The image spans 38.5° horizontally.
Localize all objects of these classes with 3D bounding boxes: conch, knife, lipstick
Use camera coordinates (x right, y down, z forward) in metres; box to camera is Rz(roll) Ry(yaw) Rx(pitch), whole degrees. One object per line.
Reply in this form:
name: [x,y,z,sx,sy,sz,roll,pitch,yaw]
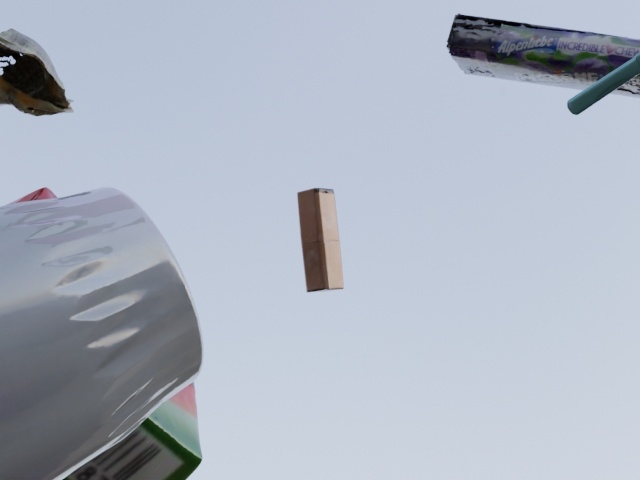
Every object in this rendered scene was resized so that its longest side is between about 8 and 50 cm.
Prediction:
conch: [-0.478,-0.256,1.422,0.207,0.130,0.155,33,-13,-11]
knife: [0.166,-0.090,0.466,0.091,0.005,0.014,-34,-77,33]
lipstick: [0.000,0.000,1.309,0.045,0.146,0.045,-12,-8,41]

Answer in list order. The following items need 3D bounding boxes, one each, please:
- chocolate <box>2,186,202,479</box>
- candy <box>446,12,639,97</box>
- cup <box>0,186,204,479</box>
chocolate: [-0.312,0.138,1.157,0.161,0.341,0.360,-35,-60,9]
candy: [0.315,-0.228,1.156,0.312,0.061,0.088,15,-4,28]
cup: [-0.303,0.114,0.767,0.371,0.253,0.253,-25,-35,-30]
